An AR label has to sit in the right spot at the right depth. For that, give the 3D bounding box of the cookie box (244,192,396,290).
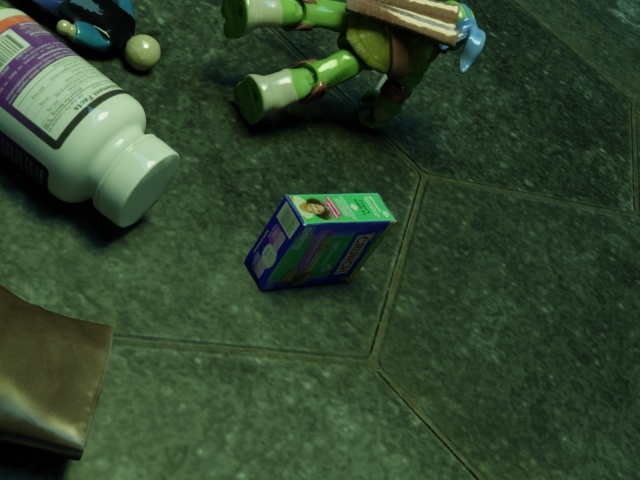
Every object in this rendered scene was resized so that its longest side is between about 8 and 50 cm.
[{"bbox_3d":[0.000,0.000,0.963,0.107,0.091,0.040,-4,52,-39],"label":"cookie box"}]

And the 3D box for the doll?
[{"bbox_3d":[-0.244,-0.241,1.106,0.189,0.046,0.129,35,37,5],"label":"doll"}]

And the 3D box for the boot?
[{"bbox_3d":[-0.246,0.098,0.669,0.207,0.090,0.248,21,34,-11],"label":"boot"}]

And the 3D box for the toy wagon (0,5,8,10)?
[{"bbox_3d":[-0.411,-0.286,0.927,0.267,0.068,0.344,2,70,-38],"label":"toy wagon"}]

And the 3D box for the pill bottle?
[{"bbox_3d":[-0.218,-0.100,0.907,0.193,0.108,0.108,38,36,8],"label":"pill bottle"}]

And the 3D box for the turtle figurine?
[{"bbox_3d":[0.017,-0.223,1.186,0.266,0.197,0.274,-14,43,-26],"label":"turtle figurine"}]
